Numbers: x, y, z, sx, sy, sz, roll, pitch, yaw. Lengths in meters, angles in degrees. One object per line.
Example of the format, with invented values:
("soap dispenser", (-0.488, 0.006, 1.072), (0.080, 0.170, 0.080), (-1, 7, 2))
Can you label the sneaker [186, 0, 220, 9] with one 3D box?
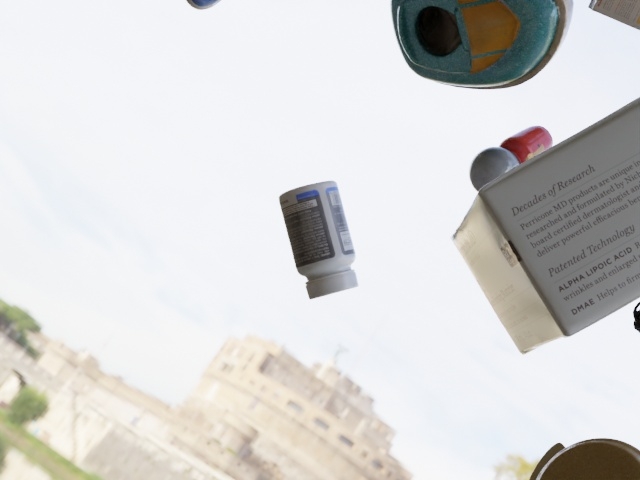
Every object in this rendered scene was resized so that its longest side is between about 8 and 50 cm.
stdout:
("sneaker", (-0.096, -0.376, 1.354), (0.080, 0.211, 0.081), (40, 6, -27))

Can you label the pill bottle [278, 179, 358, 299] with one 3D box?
("pill bottle", (0.000, 0.000, 1.342), (0.078, 0.078, 0.137), (157, -80, -71))

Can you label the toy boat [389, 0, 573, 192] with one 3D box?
("toy boat", (0.213, -0.220, 1.388), (0.267, 0.148, 0.318), (-2, -66, 47))

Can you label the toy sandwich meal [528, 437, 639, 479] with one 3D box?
("toy sandwich meal", (0.154, 0.149, 0.602), (0.085, 0.086, 0.029), (18, -21, 44))

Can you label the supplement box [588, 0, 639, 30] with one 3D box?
("supplement box", (0.306, -0.223, 0.990), (0.098, 0.062, 0.036), (24, 17, 0))

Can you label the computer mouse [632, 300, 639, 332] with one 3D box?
("computer mouse", (0.525, -0.002, 1.712), (0.188, 0.072, 0.272), (-57, -136, 42))

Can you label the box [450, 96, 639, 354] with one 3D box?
("box", (0.211, -0.012, 0.808), (0.119, 0.181, 0.181), (60, -4, 9))
